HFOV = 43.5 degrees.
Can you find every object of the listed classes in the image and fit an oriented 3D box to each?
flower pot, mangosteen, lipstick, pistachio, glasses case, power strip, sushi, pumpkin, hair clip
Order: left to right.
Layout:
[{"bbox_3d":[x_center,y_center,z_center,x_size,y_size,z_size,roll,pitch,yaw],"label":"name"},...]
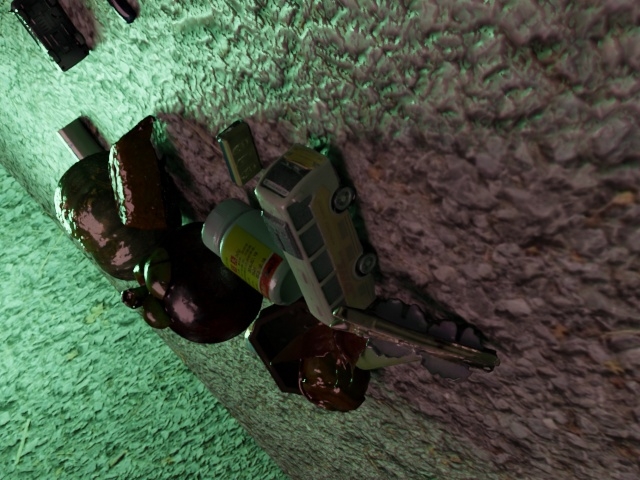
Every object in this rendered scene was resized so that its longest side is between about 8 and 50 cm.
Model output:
[{"bbox_3d":[-0.372,-0.433,1.464,0.083,0.023,0.033,51,160,-11],"label":"glasses case"},{"bbox_3d":[-0.503,-0.065,2.009,0.327,0.257,0.291,50,177,-36],"label":"pumpkin"},{"bbox_3d":[-0.406,-0.148,1.825,0.149,0.140,0.287,29,129,58],"label":"sushi"},{"bbox_3d":[-0.280,0.107,1.854,0.300,0.300,0.300,39,157,21],"label":"mangosteen"},{"bbox_3d":[-0.148,-0.160,1.467,0.032,0.056,0.123,31,153,33],"label":"power strip"},{"bbox_3d":[-0.054,0.227,1.836,0.250,0.179,0.084,63,-177,-32],"label":"flower pot"},{"bbox_3d":[0.026,0.289,1.768,0.210,0.165,0.130,63,174,-11],"label":"pistachio"},{"bbox_3d":[0.136,0.201,1.529,0.076,0.076,0.304,48,158,-2],"label":"lipstick"},{"bbox_3d":[0.156,0.159,1.332,0.292,0.106,0.084,16,165,17],"label":"hair clip"}]

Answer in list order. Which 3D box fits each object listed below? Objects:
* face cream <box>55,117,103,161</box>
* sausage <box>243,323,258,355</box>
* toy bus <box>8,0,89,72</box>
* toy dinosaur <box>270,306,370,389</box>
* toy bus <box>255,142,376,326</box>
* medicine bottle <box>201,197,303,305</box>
[{"bbox_3d":[-0.627,-0.218,2.227,0.250,0.077,0.077,54,157,-16],"label":"face cream"},{"bbox_3d":[-0.081,0.287,2.053,0.312,0.093,0.093,14,141,54],"label":"sausage"},{"bbox_3d":[-0.595,-0.460,1.747,0.098,0.087,0.178,25,151,57],"label":"toy bus"},{"bbox_3d":[0.017,0.193,1.586,0.327,0.113,0.206,-158,72,-63],"label":"toy dinosaur"},{"bbox_3d":[0.000,0.000,1.356,0.097,0.138,0.342,31,155,41],"label":"toy bus"},{"bbox_3d":[-0.119,0.019,1.606,0.225,0.139,0.139,35,155,29],"label":"medicine bottle"}]
